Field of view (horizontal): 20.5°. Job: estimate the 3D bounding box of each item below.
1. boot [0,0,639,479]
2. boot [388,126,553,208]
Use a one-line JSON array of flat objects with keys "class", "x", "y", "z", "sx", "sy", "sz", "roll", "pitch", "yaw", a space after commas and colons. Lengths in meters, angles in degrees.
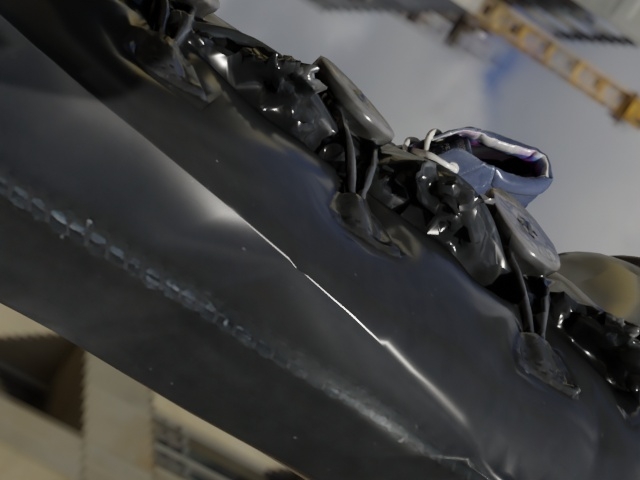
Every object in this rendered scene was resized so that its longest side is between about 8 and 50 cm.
[{"class": "boot", "x": 0.001, "y": 0.000, "z": 0.714, "sx": 0.146, "sy": 0.445, "sz": 0.367, "roll": -56, "pitch": -158, "yaw": 7}, {"class": "boot", "x": 0.047, "y": -0.043, "z": 1.087, "sx": 0.086, "sy": 0.190, "sz": 0.069, "roll": -51, "pitch": -138, "yaw": 40}]
